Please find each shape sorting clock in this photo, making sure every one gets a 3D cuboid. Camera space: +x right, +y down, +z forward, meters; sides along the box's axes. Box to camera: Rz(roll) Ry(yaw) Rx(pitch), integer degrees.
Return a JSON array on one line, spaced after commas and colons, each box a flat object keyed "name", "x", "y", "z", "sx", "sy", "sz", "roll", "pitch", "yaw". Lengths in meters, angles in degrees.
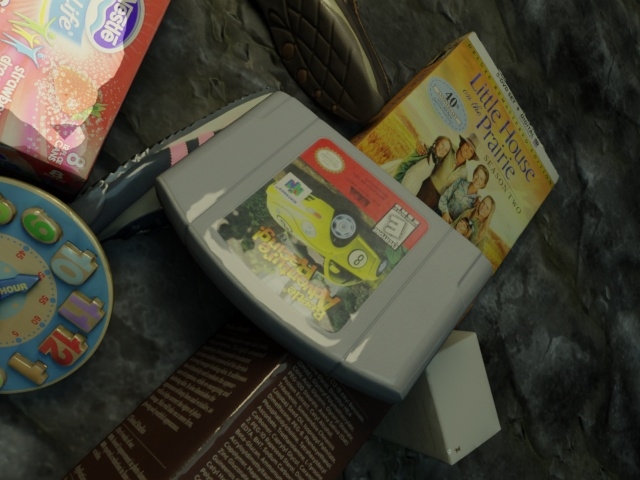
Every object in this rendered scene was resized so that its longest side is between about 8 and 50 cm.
[{"name": "shape sorting clock", "x": -0.289, "y": 0.044, "z": 0.460, "sx": 0.206, "sy": 0.040, "sz": 0.206, "roll": -3, "pitch": 109, "yaw": -8}]

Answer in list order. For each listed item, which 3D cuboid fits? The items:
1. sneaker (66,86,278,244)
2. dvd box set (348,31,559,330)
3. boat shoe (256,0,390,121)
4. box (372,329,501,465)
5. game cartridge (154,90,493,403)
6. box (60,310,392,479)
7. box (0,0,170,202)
[{"name": "sneaker", "x": -0.133, "y": -0.051, "z": 0.572, "sx": 0.319, "sy": 0.112, "sz": 0.131, "roll": -38, "pitch": 102, "yaw": -27}, {"name": "dvd box set", "x": 0.190, "y": -0.082, "z": 0.803, "sx": 0.420, "sy": 0.062, "sz": 0.307, "roll": -46, "pitch": 109, "yaw": -26}, {"name": "boat shoe", "x": -0.006, "y": -0.323, "z": 0.666, "sx": 0.130, "sy": 0.132, "sz": 0.355, "roll": -44, "pitch": 109, "yaw": -27}, {"name": "box", "x": 0.122, "y": 0.186, "z": 0.672, "sx": 0.091, "sy": 0.171, "sz": 0.130, "roll": -18, "pitch": 96, "yaw": -32}, {"name": "game cartridge", "x": 0.000, "y": 0.000, "z": 0.492, "sx": 0.294, "sy": 0.060, "sz": 0.196, "roll": 40, "pitch": 64, "yaw": 7}, {"name": "box", "x": -0.096, "y": 0.206, "z": 0.527, "sx": 0.381, "sy": 0.191, "sz": 0.143, "roll": -45, "pitch": 110, "yaw": -26}, {"name": "box", "x": -0.244, "y": -0.205, "z": 0.500, "sx": 0.154, "sy": 0.142, "sz": 0.299, "roll": 27, "pitch": 72, "yaw": -28}]
